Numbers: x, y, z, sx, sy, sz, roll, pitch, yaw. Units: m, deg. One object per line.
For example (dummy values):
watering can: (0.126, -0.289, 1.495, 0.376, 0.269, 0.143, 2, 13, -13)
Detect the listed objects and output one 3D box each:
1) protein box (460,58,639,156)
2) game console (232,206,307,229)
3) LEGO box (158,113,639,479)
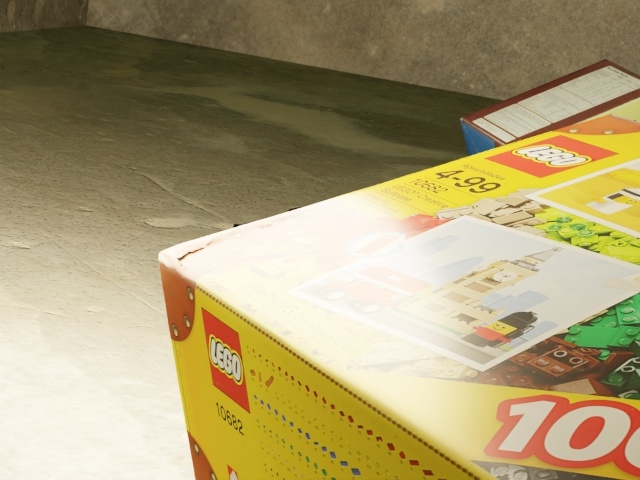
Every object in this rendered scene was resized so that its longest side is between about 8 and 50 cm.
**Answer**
protein box: (0.298, -0.073, 1.845, 0.201, 0.200, 0.136, -23, 27, -13)
game console: (0.000, 0.000, 1.847, 0.213, 0.044, 0.361, 8, 11, -4)
LEGO box: (0.184, 0.106, 0.895, 0.372, 0.193, 0.500, -18, 23, -25)
